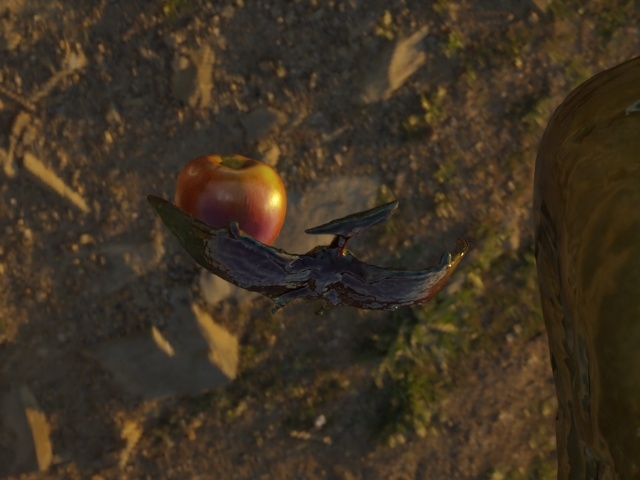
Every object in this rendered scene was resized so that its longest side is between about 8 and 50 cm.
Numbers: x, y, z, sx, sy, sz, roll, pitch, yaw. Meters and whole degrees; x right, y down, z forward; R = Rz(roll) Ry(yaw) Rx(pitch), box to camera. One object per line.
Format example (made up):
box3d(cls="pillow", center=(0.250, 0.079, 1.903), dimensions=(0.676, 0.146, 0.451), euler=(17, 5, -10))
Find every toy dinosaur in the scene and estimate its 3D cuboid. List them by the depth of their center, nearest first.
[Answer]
box3d(cls="toy dinosaur", center=(-0.008, 0.004, 1.199), dimensions=(0.327, 0.113, 0.206), euler=(-7, 144, 5))

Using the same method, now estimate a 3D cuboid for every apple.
box3d(cls="apple", center=(-0.130, -0.049, 1.647), dimensions=(0.163, 0.163, 0.139), euler=(-2, 113, -22))

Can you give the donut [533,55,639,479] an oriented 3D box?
box3d(cls="donut", center=(0.142, 0.063, 0.372), dimensions=(0.128, 0.208, 0.261), euler=(-6, 94, 7))
